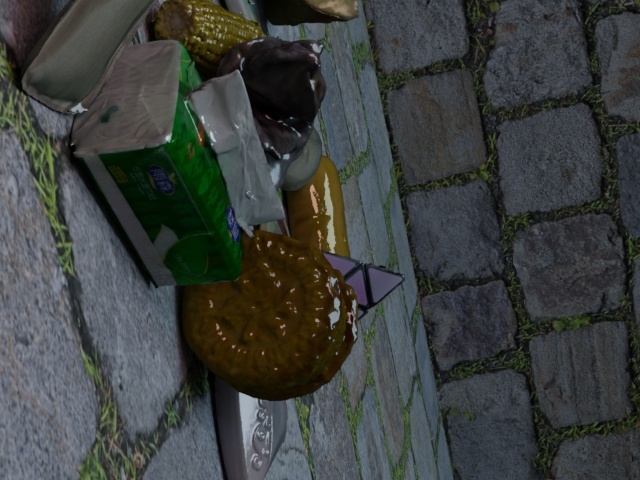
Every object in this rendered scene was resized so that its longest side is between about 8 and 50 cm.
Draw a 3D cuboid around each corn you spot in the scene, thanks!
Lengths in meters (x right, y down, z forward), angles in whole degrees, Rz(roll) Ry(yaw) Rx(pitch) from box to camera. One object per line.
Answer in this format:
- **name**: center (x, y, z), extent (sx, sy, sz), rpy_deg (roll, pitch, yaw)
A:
- **corn**: center (-0.133, -0.247, 1.373), extent (0.091, 0.091, 0.260), rpy_deg (56, 13, 9)

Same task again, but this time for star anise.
- **star anise**: center (-0.081, -0.144, 1.349), extent (0.316, 0.139, 0.359), rpy_deg (-60, -178, -31)

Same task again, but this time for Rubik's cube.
- **Rubik's cube**: center (-0.033, 0.094, 1.605), extent (0.190, 0.211, 0.178), rpy_deg (25, 76, -42)

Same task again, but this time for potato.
- **potato**: center (-0.055, -0.418, 1.796), extent (0.255, 0.112, 0.269), rpy_deg (127, -56, -72)

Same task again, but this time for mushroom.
- **mushroom**: center (-0.053, -0.137, 1.670), extent (0.225, 0.093, 0.116), rpy_deg (20, 75, -80)

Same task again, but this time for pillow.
- **pillow**: center (-0.174, -0.212, 0.965), extent (0.232, 0.038, 0.130), rpy_deg (-56, 166, -3)

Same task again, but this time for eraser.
- **eraser**: center (-0.083, 0.164, 1.349), extent (0.204, 0.059, 0.243), rpy_deg (-52, 135, -75)

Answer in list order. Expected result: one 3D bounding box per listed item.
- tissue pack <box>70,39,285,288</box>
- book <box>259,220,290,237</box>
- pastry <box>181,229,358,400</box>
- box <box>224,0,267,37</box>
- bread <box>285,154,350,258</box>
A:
- **tissue pack**: center (-0.128, -0.075, 1.094), extent (0.209, 0.156, 0.148), rpy_deg (70, 18, -48)
- **book**: center (-0.065, 0.055, 1.625), extent (0.232, 0.022, 0.162), rpy_deg (-88, 167, -46)
- **pastry**: center (-0.056, 0.084, 1.230), extent (0.103, 0.189, 0.188), rpy_deg (55, 28, -69)
- **box**: center (-0.131, -0.404, 1.636), extent (0.285, 0.044, 0.142), rpy_deg (67, 13, -50)
- **bread**: center (0.000, 0.000, 1.835), extent (0.142, 0.091, 0.305), rpy_deg (54, 29, -77)
